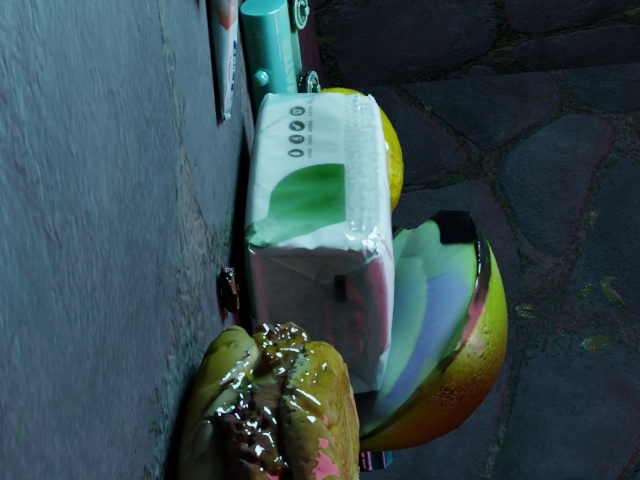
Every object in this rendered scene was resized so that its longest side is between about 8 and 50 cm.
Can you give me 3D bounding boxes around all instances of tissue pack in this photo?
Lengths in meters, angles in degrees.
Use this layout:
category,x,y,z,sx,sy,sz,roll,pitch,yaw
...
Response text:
category,x,y,z,sx,sy,sz,roll,pitch,yaw
tissue pack,-0.002,0.000,1.525,0.357,0.193,0.266,-89,177,-51

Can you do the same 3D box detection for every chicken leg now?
category,x,y,z,sx,sy,sz,roll,pitch,yaw
chicken leg,-0.100,0.061,1.262,0.083,0.021,0.036,82,-5,-51

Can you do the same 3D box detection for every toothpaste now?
category,x,y,z,sx,sy,sz,roll,pitch,yaw
toothpaste,-0.115,-0.246,1.348,0.056,0.036,0.205,-65,154,-81

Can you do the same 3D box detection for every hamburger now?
category,x,y,z,sx,sy,sz,roll,pitch,yaw
hamburger,-0.041,0.166,1.015,0.282,0.155,0.245,73,9,-56

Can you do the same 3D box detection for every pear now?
category,x,y,z,sx,sy,sz,roll,pitch,yaw
pear,0.135,0.155,1.621,0.165,0.399,0.399,36,30,-25

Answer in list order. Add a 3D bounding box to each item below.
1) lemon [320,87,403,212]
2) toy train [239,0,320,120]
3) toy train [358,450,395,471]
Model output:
category,x,y,z,sx,sy,sz,roll,pitch,yaw
lemon,0.028,-0.131,1.931,0.233,0.233,0.288,75,6,-71
toy train,-0.070,-0.274,1.730,0.159,0.101,0.248,-62,150,-54
toy train,0.037,0.312,1.812,0.154,0.197,0.107,-24,108,-73
